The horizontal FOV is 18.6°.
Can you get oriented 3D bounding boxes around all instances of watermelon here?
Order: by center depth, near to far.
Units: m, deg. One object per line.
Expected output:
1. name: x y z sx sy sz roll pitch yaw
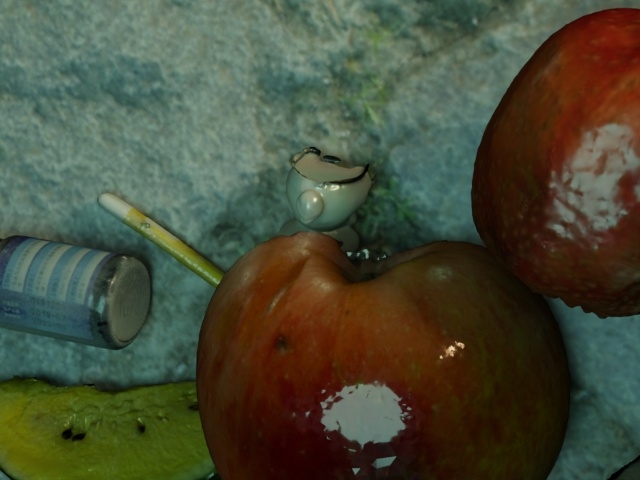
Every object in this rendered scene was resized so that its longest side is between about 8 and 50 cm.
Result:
1. watermelon: -0.166 0.178 1.663 0.301 0.123 0.129 -1 80 23

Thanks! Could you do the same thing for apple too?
1. apple: 0.042 0.131 1.471 0.293 0.163 0.251 -7 110 7

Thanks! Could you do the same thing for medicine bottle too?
1. medicine bottle: -0.251 0.038 1.669 0.203 0.083 0.083 9 105 21

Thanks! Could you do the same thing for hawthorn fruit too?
1. hawthorn fruit: 0.218 -0.072 1.376 0.205 0.205 0.253 25 102 17

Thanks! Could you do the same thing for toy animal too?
1. toy animal: 0.001 -0.003 1.554 0.071 0.085 0.124 10 115 0

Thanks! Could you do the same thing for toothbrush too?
1. toothbrush: -0.071 0.041 1.624 0.288 0.021 0.024 36 103 13

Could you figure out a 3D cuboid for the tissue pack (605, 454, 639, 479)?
1. tissue pack: 0.274 0.362 1.436 0.210 0.198 0.370 18 110 24
